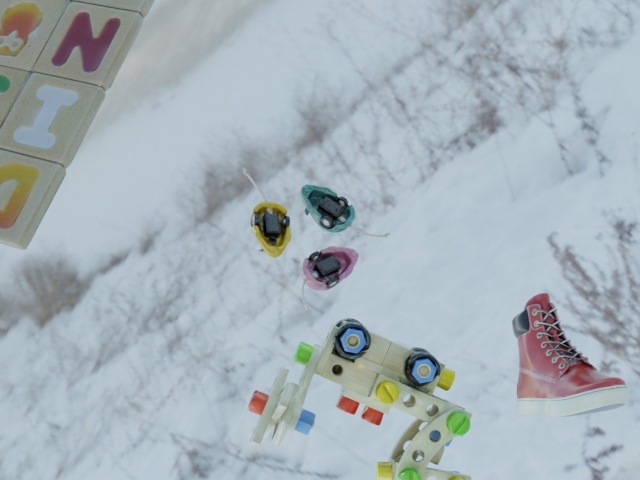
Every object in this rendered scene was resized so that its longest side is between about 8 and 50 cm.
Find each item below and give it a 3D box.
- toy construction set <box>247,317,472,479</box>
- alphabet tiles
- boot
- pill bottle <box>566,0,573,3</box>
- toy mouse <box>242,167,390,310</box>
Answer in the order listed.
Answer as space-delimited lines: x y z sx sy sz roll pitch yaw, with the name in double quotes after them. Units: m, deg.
0.062 0.229 1.423 0.215 0.327 0.151 -67 18 -1 "toy construction set"
-0.261 -0.126 0.731 0.285 0.011 0.343 15 70 23 "alphabet tiles"
0.340 0.157 1.516 0.244 0.088 0.176 156 112 -70 "boot"
0.367 -0.375 1.359 0.169 0.094 0.094 -33 30 12 "pill bottle"
0.000 0.000 1.093 0.031 0.143 0.161 120 143 -54 "toy mouse"
